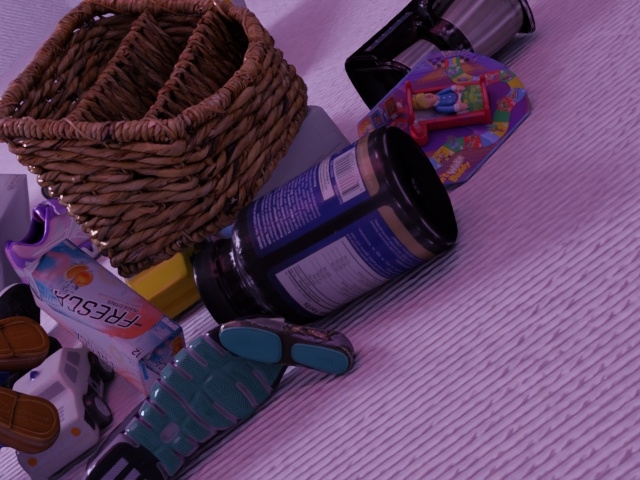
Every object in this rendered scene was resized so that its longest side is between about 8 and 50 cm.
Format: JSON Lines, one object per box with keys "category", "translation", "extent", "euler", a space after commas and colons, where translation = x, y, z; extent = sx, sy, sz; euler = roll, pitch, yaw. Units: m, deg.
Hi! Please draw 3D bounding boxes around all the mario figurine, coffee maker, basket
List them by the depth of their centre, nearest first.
{"category": "mario figurine", "translation": [-0.342, 0.204, 1.203], "extent": [0.320, 0.170, 0.198], "euler": [-40, 15, 36]}
{"category": "basket", "translation": [-0.159, -0.152, 1.274], "extent": [0.213, 0.223, 0.299], "euler": [-27, 24, 29]}
{"category": "coffee maker", "translation": [0.122, -0.206, 1.354], "extent": [0.178, 0.120, 0.171], "euler": [-44, 3, -19]}

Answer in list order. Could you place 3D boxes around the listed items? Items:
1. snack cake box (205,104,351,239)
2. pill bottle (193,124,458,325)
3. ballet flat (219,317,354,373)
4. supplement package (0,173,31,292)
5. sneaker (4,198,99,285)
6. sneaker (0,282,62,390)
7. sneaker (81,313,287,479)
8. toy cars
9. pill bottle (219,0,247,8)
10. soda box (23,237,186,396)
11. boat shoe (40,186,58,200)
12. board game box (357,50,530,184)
{"category": "snack cake box", "translation": [-0.080, -0.078, 1.424], "extent": [0.152, 0.089, 0.264], "euler": [-45, 22, -12]}
{"category": "pill bottle", "translation": [0.000, 0.000, 1.096], "extent": [0.219, 0.123, 0.123], "euler": [-29, 23, 21]}
{"category": "ballet flat", "translation": [-0.026, 0.084, 1.029], "extent": [0.114, 0.041, 0.041], "euler": [12, 38, 8]}
{"category": "supplement package", "translation": [-0.535, 0.003, 1.768], "extent": [0.203, 0.149, 0.194], "euler": [1, 26, -1]}
{"category": "sneaker", "translation": [-0.339, -0.025, 1.702], "extent": [0.236, 0.104, 0.095], "euler": [-46, 22, -22]}
{"category": "sneaker", "translation": [-0.347, 0.122, 1.474], "extent": [0.121, 0.079, 0.217], "euler": [-23, 34, 26]}
{"category": "sneaker", "translation": [-0.124, 0.141, 1.074], "extent": [0.224, 0.083, 0.098], "euler": [-42, 14, -11]}
{"category": "toy cars", "translation": [-0.231, 0.088, 1.330], "extent": [0.176, 0.087, 0.393], "euler": [-16, 31, 44]}
{"category": "pill bottle", "translation": [-0.216, -0.288, 1.918], "extent": [0.188, 0.188, 0.334], "euler": [-27, 24, 26]}
{"category": "soda box", "translation": [-0.213, 0.075, 1.231], "extent": [0.183, 0.063, 0.058], "euler": [33, 57, 30]}
{"category": "boat shoe", "translation": [-0.383, -0.103, 1.971], "extent": [0.070, 0.078, 0.219], "euler": [-50, 17, -30]}
{"category": "board game box", "translation": [0.118, -0.129, 1.193], "extent": [0.133, 0.033, 0.168], "euler": [34, 69, 30]}
